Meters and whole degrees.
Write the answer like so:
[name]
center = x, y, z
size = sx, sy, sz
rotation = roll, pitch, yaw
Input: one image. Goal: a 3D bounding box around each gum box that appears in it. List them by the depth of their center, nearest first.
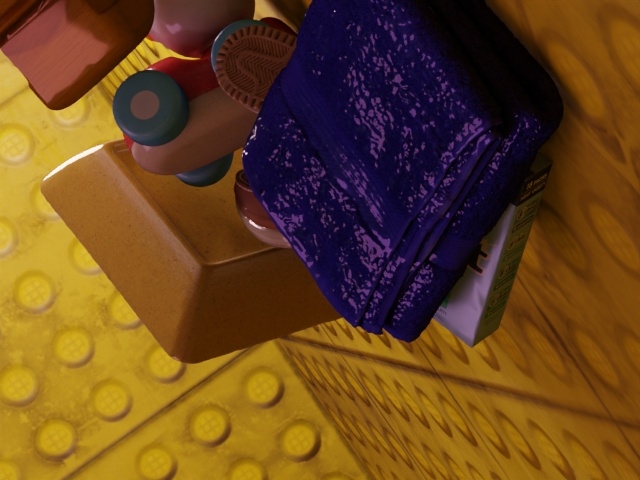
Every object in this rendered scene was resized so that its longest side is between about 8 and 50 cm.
[gum box]
center = 0.094, -0.028, 1.529
size = 0.157, 0.041, 0.184
rotation = 37, 138, 25

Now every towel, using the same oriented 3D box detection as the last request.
[towel]
center = 0.044, -0.077, 1.446
size = 0.227, 0.076, 0.308
rotation = 51, 143, 17

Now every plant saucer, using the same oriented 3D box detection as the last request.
[plant saucer]
center = -0.090, -0.035, 2.082
size = 0.333, 0.333, 0.081
rotation = 48, 141, 37

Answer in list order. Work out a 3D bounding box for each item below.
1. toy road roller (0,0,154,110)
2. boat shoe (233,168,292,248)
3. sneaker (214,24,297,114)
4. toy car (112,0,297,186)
[toy road roller]
center = -0.264, -0.279, 1.898
size = 0.240, 0.202, 0.329
rotation = 50, -147, -6
[boat shoe]
center = 0.017, -0.056, 1.888
size = 0.324, 0.123, 0.116
rotation = 13, 122, 53
[sneaker]
center = 0.048, -0.095, 1.701
size = 0.282, 0.099, 0.153
rotation = 32, 179, 27
[toy car]
center = -0.133, -0.207, 1.954
size = 0.238, 0.210, 0.219
rotation = 65, -174, 16
